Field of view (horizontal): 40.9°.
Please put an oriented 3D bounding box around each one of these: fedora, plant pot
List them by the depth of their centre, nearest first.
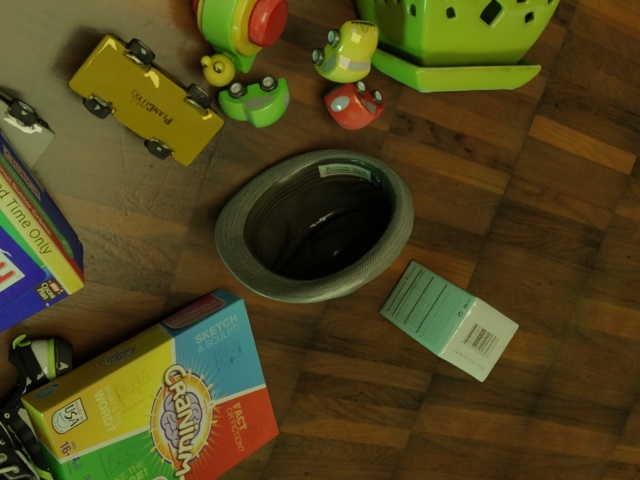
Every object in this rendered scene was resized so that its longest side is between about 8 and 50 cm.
[{"bbox_3d":[0.173,-0.319,1.151,0.228,0.227,0.207,-7,116,-24],"label":"plant pot"},{"bbox_3d":[0.000,0.000,1.196,0.275,0.243,0.124,-40,149,-19],"label":"fedora"}]

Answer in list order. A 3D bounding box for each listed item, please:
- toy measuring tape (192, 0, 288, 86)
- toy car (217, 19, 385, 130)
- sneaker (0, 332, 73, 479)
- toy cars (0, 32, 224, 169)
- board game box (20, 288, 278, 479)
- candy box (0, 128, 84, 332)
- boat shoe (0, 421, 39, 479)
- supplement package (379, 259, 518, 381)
[{"bbox_3d":[-0.076,-0.349,1.072,0.121,0.121,0.330,21,96,-30],"label":"toy measuring tape"},{"bbox_3d":[-0.023,-0.190,1.143,0.225,0.239,0.053,-12,70,2],"label":"toy car"},{"bbox_3d":[-0.385,0.235,1.150,0.097,0.084,0.235,3,99,-16],"label":"sneaker"},{"bbox_3d":[-0.317,-0.168,1.039,0.393,0.087,0.176,-8,122,-19],"label":"toy cars"},{"bbox_3d":[-0.218,0.244,1.182,0.316,0.064,0.242,-30,119,-34],"label":"board game box"},{"bbox_3d":[-0.468,0.007,0.956,0.317,0.122,0.268,-29,124,-2],"label":"candy box"},{"bbox_3d":[-0.405,0.300,1.057,0.108,0.102,0.301,-36,111,-36],"label":"boat shoe"},{"bbox_3d":[0.194,0.121,1.324,0.105,0.179,0.105,32,91,-30],"label":"supplement package"}]
